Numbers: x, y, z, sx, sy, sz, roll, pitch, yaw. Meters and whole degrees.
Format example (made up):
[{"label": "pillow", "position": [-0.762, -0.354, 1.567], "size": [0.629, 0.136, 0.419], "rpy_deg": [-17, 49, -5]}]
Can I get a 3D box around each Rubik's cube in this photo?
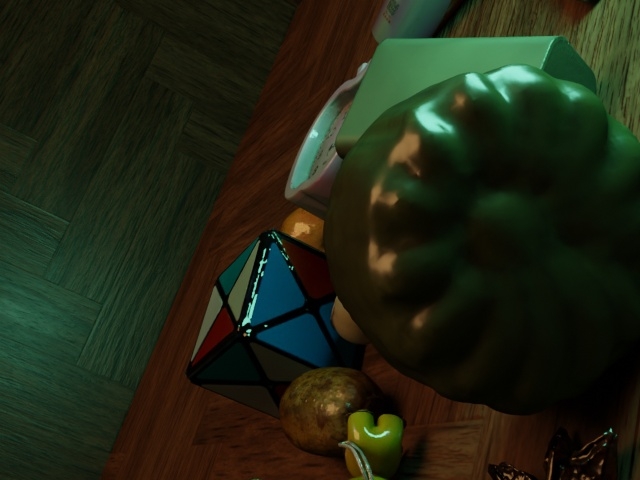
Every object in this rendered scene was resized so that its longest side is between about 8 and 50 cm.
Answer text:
[{"label": "Rubik's cube", "position": [-0.075, 0.166, 1.485], "size": [0.250, 0.246, 0.248], "rpy_deg": [-43, 26, 46]}]

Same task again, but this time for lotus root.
[{"label": "lotus root", "position": [0.010, 0.277, 1.280], "size": [0.260, 0.128, 0.145], "rpy_deg": [-11, 54, 57]}]

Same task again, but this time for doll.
[{"label": "doll", "position": [0.070, 0.346, 1.047], "size": [0.221, 0.143, 0.135], "rpy_deg": [-78, -6, -54]}]

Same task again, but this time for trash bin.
[{"label": "trash bin", "position": [0.212, -0.192, 1.201], "size": [0.343, 0.158, 0.223], "rpy_deg": [12, 74, 52]}]

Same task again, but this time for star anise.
[{"label": "star anise", "position": [0.234, 0.265, 0.810], "size": [0.212, 0.054, 0.157], "rpy_deg": [-59, 19, 17]}]

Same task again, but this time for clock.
[{"label": "clock", "position": [0.061, -0.198, 1.521], "size": [0.338, 0.102, 0.338], "rpy_deg": [-52, 18, 24]}]

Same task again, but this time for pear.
[{"label": "pear", "position": [0.000, 0.000, 1.684], "size": [0.178, 0.178, 0.178], "rpy_deg": [-52, 21, 29]}]

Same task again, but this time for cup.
[{"label": "cup", "position": [0.242, -0.568, 1.793], "size": [0.288, 0.203, 0.203], "rpy_deg": [-55, 19, 42]}]

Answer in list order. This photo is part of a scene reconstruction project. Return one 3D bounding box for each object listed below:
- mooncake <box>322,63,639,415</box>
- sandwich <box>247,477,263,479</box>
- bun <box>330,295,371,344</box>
[{"label": "mooncake", "position": [0.188, -0.002, 0.838], "size": [0.356, 0.356, 0.194], "rpy_deg": [-65, 20, -8]}, {"label": "sandwich", "position": [-0.174, 0.535, 1.339], "size": [0.292, 0.212, 0.109], "rpy_deg": [-45, 36, 9]}, {"label": "bun", "position": [0.098, 0.097, 1.310], "size": [0.172, 0.120, 0.173], "rpy_deg": [-58, -17, -29]}]
